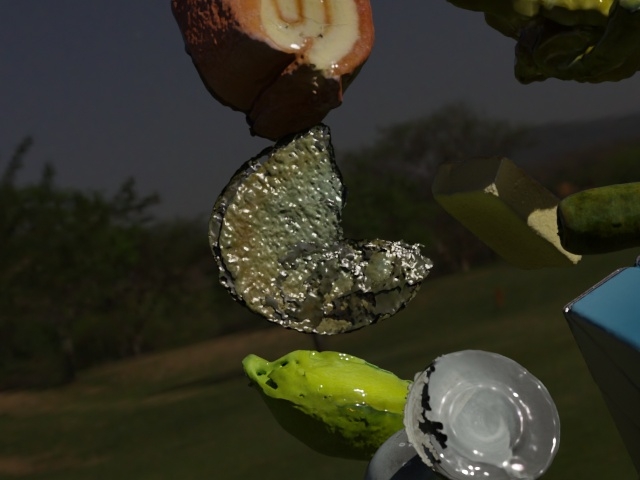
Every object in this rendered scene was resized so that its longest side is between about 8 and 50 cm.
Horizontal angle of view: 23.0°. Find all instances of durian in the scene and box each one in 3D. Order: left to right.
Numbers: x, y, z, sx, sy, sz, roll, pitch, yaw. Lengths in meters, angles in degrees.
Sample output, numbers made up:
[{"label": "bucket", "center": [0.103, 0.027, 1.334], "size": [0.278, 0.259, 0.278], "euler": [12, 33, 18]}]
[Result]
[{"label": "durian", "center": [0.029, 0.199, 1.877], "size": [0.250, 0.101, 0.139], "euler": [10, 21, -16]}]

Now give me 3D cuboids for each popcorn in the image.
[{"label": "popcorn", "center": [0.317, -0.303, 1.890], "size": [0.321, 0.290, 0.326], "euler": [-36, 40, -4]}]

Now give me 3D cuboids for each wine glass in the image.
[{"label": "wine glass", "center": [0.098, 0.186, 1.221], "size": [0.126, 0.126, 0.241], "euler": [-15, -26, -20]}]

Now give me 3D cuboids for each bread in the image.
[{"label": "bread", "center": [-0.043, -0.223, 1.671], "size": [0.190, 0.244, 0.123], "euler": [-1, -35, -31]}, {"label": "bread", "center": [0.245, -0.036, 2.013], "size": [0.188, 0.068, 0.125], "euler": [37, -23, -28]}]

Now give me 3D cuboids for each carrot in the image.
[{"label": "carrot", "center": [0.431, -0.050, 1.697], "size": [0.358, 0.074, 0.074], "euler": [-13, -1, 4]}]

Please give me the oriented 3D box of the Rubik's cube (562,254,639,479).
[{"label": "Rubik's cube", "center": [0.381, 0.111, 1.304], "size": [0.224, 0.221, 0.231], "euler": [-33, 26, -13]}]

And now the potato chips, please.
[{"label": "potato chips", "center": [-0.001, 0.001, 1.582], "size": [0.202, 0.220, 0.029], "euler": [-54, -1, -15]}]
